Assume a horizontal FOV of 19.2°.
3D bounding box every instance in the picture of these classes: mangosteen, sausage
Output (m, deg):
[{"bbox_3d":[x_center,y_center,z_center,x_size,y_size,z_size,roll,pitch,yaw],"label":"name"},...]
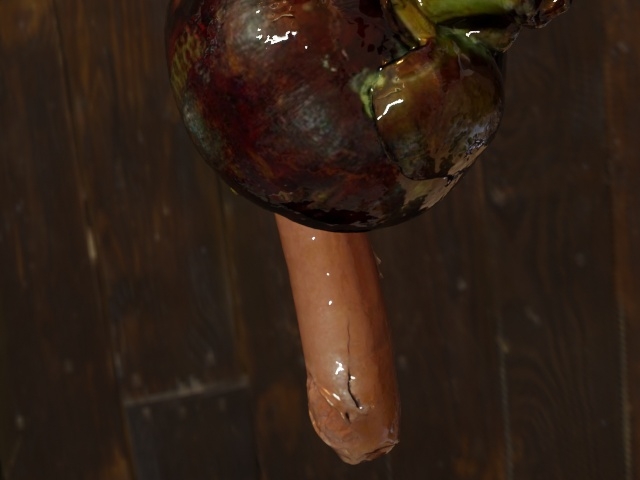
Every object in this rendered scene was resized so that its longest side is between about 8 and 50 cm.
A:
[{"bbox_3d":[0.040,-0.129,1.174,0.289,0.231,0.231,-22,123,39],"label":"mangosteen"},{"bbox_3d":[0.000,0.000,1.752,0.094,0.094,0.418,-13,87,12],"label":"sausage"}]
